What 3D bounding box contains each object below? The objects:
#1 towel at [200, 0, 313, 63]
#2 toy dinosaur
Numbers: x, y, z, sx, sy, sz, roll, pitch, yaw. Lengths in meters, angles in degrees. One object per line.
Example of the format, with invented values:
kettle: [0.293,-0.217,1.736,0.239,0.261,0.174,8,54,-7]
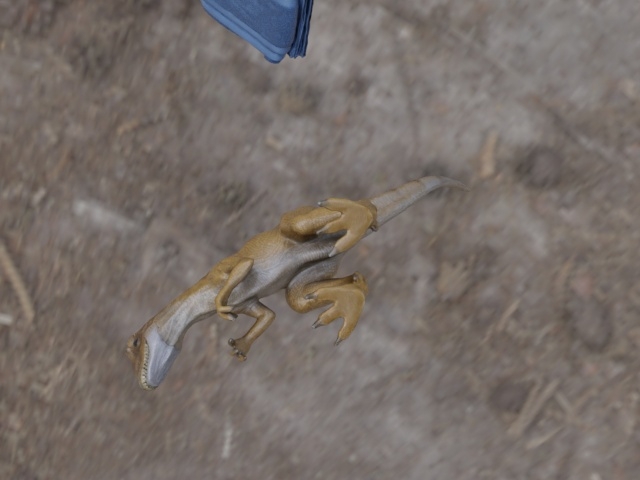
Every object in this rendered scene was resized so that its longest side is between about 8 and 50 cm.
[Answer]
towel: [-0.028,-0.142,0.923,0.067,0.119,0.029,38,59,19]
toy dinosaur: [0.000,0.000,0.919,0.211,0.112,0.064,-27,106,-18]
